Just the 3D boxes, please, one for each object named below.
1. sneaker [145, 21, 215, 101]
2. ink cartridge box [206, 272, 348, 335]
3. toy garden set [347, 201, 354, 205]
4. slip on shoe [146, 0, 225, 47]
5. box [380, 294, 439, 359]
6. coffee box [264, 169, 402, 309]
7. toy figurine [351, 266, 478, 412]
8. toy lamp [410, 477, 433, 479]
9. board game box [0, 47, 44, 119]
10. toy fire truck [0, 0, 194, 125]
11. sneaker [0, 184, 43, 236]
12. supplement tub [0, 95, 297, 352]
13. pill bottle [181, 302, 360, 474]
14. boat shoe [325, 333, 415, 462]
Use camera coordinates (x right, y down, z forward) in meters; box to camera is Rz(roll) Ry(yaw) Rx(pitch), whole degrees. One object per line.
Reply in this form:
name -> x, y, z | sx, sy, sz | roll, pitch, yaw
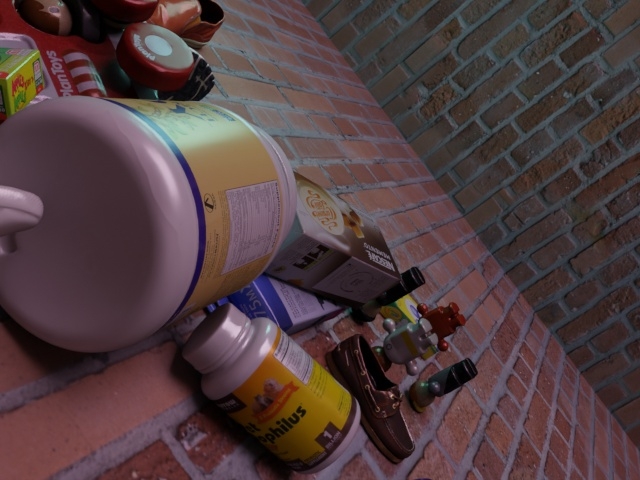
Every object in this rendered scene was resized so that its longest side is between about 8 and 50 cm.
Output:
sneaker -> -0.297, -0.336, 1.234 | 0.283, 0.110, 0.122 | 28, 28, -47
ink cartridge box -> -0.074, 0.053, 1.093 | 0.185, 0.065, 0.311 | 58, 27, 11
toy garden set -> -0.093, -0.092, 1.250 | 0.204, 0.049, 0.244 | 25, 6, 39
slip on shoe -> -0.296, -0.459, 1.445 | 0.123, 0.101, 0.331 | 55, 22, 4
box -> 0.176, 0.153, 1.501 | 0.179, 0.043, 0.105 | 45, 21, -13
coffee box -> 0.000, 0.000, 1.099 | 0.246, 0.098, 0.141 | 27, 35, -46
toy figurine -> 0.165, 0.180, 1.307 | 0.213, 0.148, 0.209 | 40, 29, -34
toy lamp -> 0.166, 0.452, 0.938 | 0.080, 0.080, 0.274 | 33, 28, -40
board game box -> -0.377, -0.158, 0.702 | 0.181, 0.043, 0.092 | 3, 32, -2
toy fire truck -> -0.337, -0.254, 0.967 | 0.254, 0.169, 0.302 | -9, 62, -43
sneaker -> -0.333, 0.004, 0.578 | 0.212, 0.080, 0.094 | -5, 82, -29
supplement tub -> -0.177, -0.034, 0.794 | 0.241, 0.241, 0.331 | 53, 21, 4
pill bottle -> -0.060, 0.174, 0.866 | 0.215, 0.117, 0.117 | 45, 22, -17
boat shoe -> 0.090, 0.245, 1.129 | 0.207, 0.073, 0.073 | 56, 20, 9
